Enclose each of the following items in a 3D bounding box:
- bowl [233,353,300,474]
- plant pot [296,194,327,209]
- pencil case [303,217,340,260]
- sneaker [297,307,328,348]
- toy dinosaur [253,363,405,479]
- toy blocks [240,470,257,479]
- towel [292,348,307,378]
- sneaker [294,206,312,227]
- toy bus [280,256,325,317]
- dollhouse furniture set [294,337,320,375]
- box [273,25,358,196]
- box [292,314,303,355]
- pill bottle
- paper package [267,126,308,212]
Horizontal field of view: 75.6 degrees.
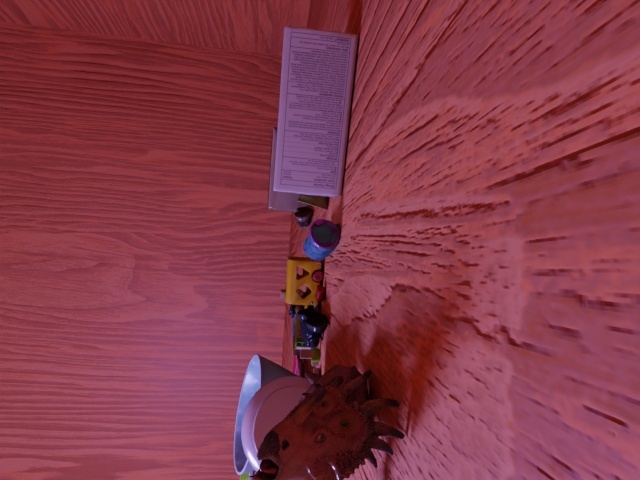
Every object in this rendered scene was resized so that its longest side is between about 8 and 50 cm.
[{"bbox_3d":[-0.135,0.497,1.180,0.311,0.163,0.312,-166,90,-74],"label":"bowl"},{"bbox_3d":[-0.012,-0.128,1.061,0.083,0.083,0.079,-134,60,-81],"label":"plant pot"},{"bbox_3d":[0.000,0.000,0.896,0.152,0.064,0.070,122,136,-75],"label":"pencil case"},{"bbox_3d":[-0.016,0.213,0.967,0.170,0.051,0.089,-168,63,-70],"label":"sneaker"},{"bbox_3d":[0.014,0.204,0.474,0.296,0.127,0.201,-64,-12,-75],"label":"toy dinosaur"},{"bbox_3d":[-0.185,0.773,1.398,0.261,0.190,0.382,101,171,-65],"label":"toy blocks"},{"bbox_3d":[-0.076,0.483,1.402,0.275,0.031,0.199,150,123,-82],"label":"towel"},{"bbox_3d":[-0.054,-0.076,1.477,0.188,0.066,0.071,-92,-9,-76],"label":"sneaker"},{"bbox_3d":[-0.052,0.137,1.085,0.191,0.104,0.202,101,171,-47],"label":"toy bus"},{"bbox_3d":[-0.034,0.315,1.018,0.076,0.058,0.152,101,171,-46],"label":"dollhouse furniture set"},{"bbox_3d":[-0.016,-0.255,0.854,0.121,0.147,0.311,-107,24,-75],"label":"box"},{"bbox_3d":[-0.073,0.304,1.425,0.178,0.042,0.109,-113,28,-74],"label":"box"},{"bbox_3d":[-0.057,0.338,0.747,0.301,0.169,0.169,109,163,-67],"label":"pill bottle"},{"bbox_3d":[-0.129,-0.282,1.716,0.309,0.168,0.325,-138,53,-80],"label":"paper package"}]
